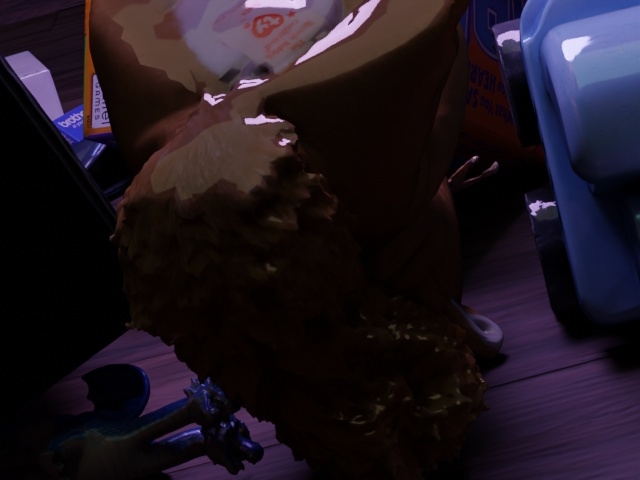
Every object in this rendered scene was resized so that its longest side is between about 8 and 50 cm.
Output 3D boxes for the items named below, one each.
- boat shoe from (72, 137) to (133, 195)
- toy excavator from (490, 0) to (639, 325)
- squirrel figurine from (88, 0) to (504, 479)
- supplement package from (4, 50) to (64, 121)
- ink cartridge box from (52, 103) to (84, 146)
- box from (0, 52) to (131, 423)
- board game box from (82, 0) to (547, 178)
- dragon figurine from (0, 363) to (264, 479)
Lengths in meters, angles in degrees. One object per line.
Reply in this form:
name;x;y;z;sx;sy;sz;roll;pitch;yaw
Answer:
boat shoe;-0.241;-0.099;2.025;0.089;0.109;0.258;14;50;43
toy excavator;0.257;-0.033;1.142;0.222;0.432;0.445;-13;-10;7
squirrel figurine;0.000;0.000;1.176;0.281;0.370;0.397;-2;51;15
supplement package;-0.455;-0.151;2.226;0.194;0.149;0.203;-19;18;-13
ink cartridge box;-0.264;-0.152;2.170;0.097;0.046;0.207;33;37;14
box;-0.434;0.019;1.299;0.480;0.297;0.472;-36;23;-7
board game box;0.011;-0.259;1.641;0.356;0.356;0.356;-5;-10;28
dragon figurine;-0.166;0.148;1.218;0.144;0.085;0.289;-28;17;-36
